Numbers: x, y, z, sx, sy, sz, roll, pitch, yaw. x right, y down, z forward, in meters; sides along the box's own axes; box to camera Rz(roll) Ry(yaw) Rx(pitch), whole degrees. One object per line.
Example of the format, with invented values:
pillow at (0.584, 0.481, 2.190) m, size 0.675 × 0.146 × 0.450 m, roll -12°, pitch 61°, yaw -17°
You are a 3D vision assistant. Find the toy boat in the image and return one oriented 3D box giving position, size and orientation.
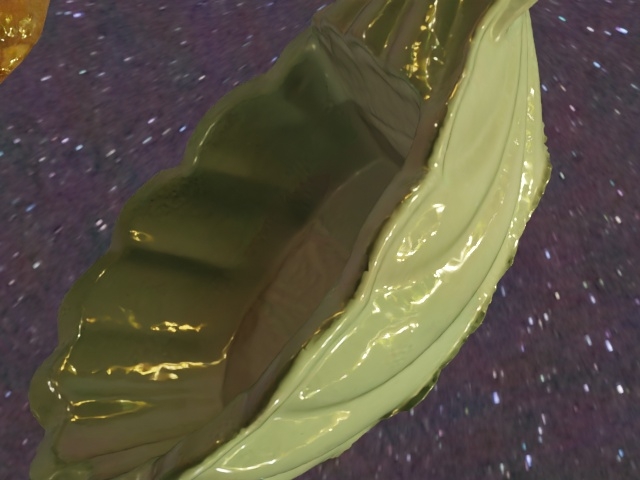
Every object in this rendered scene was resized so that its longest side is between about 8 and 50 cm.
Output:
toy boat at (0.000, 0.000, 0.543) m, size 0.100 × 0.199 × 0.290 m, roll 35°, pitch -86°, yaw -32°

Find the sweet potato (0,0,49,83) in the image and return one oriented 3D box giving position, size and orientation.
sweet potato at (-0.304, -0.158, 0.690) m, size 0.131 × 0.337 × 0.131 m, roll -10°, pitch -106°, yaw 38°
